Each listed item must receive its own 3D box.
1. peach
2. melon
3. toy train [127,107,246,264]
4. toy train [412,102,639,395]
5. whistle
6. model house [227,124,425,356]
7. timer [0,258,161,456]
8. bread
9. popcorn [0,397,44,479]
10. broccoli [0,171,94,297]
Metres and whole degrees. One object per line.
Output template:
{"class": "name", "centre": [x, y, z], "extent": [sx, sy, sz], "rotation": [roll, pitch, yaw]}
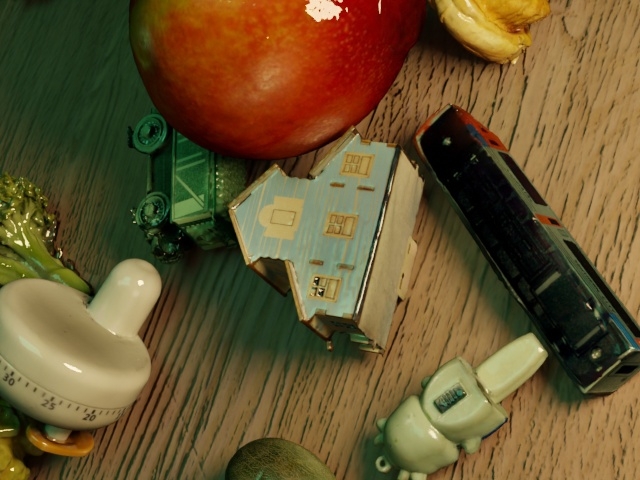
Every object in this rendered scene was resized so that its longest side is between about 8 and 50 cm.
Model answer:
{"class": "peach", "centre": [-0.048, -0.285, 1.512], "extent": [0.388, 0.388, 0.388], "rotation": [-10, 66, 22]}
{"class": "melon", "centre": [-0.049, 0.300, 1.447], "extent": [0.167, 0.114, 0.114], "rotation": [27, 83, 31]}
{"class": "toy train", "centre": [-0.182, -0.095, 1.681], "extent": [0.154, 0.115, 0.269], "rotation": [-13, 59, 19]}
{"class": "toy train", "centre": [0.248, 0.001, 1.445], "extent": [0.086, 0.089, 0.409], "rotation": [-49, 54, 27]}
{"class": "whistle", "centre": [0.162, 0.195, 1.404], "extent": [0.244, 0.092, 0.110], "rotation": [-40, 57, 7]}
{"class": "model house", "centre": [0.000, 0.000, 1.509], "extent": [0.206, 0.178, 0.271], "rotation": [8, 76, 21]}
{"class": "timer", "centre": [-0.324, 0.129, 1.576], "extent": [0.233, 0.233, 0.240], "rotation": [43, 107, 32]}
{"class": "bread", "centre": [0.196, -0.345, 1.549], "extent": [0.120, 0.198, 0.236], "rotation": [-34, 58, 27]}
{"class": "popcorn", "centre": [-0.476, 0.276, 1.630], "extent": [0.187, 0.167, 0.185], "rotation": [15, 81, 34]}
{"class": "broccoli", "centre": [-0.475, 0.019, 1.727], "extent": [0.273, 0.180, 0.242], "rotation": [27, 81, 31]}
